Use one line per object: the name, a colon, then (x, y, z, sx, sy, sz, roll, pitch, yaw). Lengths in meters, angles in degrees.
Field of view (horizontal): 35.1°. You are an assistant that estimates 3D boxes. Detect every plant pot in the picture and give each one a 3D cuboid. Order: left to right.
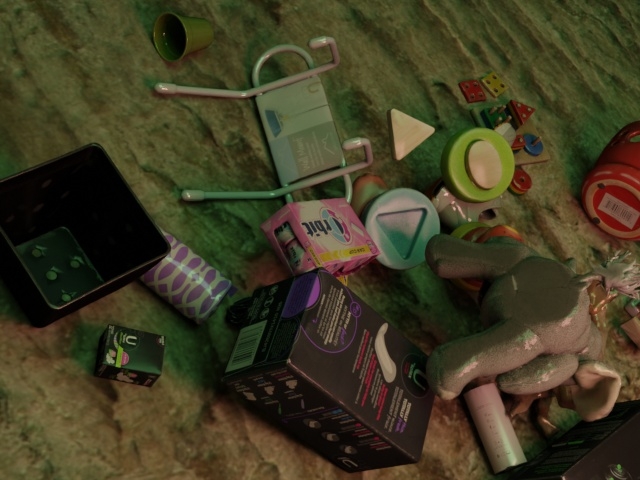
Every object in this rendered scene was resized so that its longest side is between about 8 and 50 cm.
plant pot: (-0.345, 0.011, 1.363, 0.188, 0.167, 0.187, -29, 79, -35)
plant pot: (-0.223, -0.344, 1.694, 0.079, 0.083, 0.083, -21, 74, -47)
plant pot: (0.604, -0.108, 1.915, 0.191, 0.191, 0.174, 46, 55, 3)

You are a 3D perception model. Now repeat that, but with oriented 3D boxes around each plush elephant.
plush elephant: (0.323, 0.138, 1.521, 0.330, 0.255, 0.271, -12, 51, 8)

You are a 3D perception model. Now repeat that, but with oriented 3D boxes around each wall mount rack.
wall mount rack: (-0.089, -0.184, 1.645, 0.304, 0.130, 0.350, -18, 67, 3)

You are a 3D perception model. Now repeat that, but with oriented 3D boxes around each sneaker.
sneaker: (0.288, -0.104, 1.817, 0.121, 0.099, 0.262, 47, 60, -6)

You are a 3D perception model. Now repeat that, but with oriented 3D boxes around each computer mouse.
computer mouse: (-0.062, 0.162, 1.503, 0.106, 0.042, 0.193, -17, 72, -35)

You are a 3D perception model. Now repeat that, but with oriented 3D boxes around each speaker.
speaker: (0.274, 0.295, 1.594, 0.055, 0.055, 0.136, -9, 67, -31)

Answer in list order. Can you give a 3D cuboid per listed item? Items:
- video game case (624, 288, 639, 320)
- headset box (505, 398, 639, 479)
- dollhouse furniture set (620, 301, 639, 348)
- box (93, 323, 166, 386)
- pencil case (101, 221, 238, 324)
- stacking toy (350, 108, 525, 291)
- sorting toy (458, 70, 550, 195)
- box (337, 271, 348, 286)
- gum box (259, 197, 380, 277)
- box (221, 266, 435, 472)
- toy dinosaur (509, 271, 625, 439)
video game case: (0.704, 0.155, 1.918, 0.227, 0.026, 0.206, 49, 52, 5)
headset box: (0.446, 0.414, 1.540, 0.283, 0.131, 0.246, -27, 90, -36)
dollhouse furniture set: (0.660, 0.129, 1.811, 0.129, 0.129, 0.184, 49, 51, 4)
box: (-0.262, 0.159, 1.394, 0.083, 0.052, 0.062, 15, 58, -20)
pencil case: (-0.223, 0.033, 1.472, 0.206, 0.086, 0.088, 42, 29, -2)
stacking toy: (0.213, -0.065, 1.650, 0.309, 0.130, 0.279, 12, 89, -19)
sorting toy: (0.371, -0.220, 1.948, 0.132, 0.046, 0.274, -10, 67, -32)
box: (0.007, 0.059, 1.591, 0.059, 0.054, 0.168, 18, 55, -17)
gum box: (0.000, 0.000, 1.499, 0.107, 0.062, 0.188, 58, 27, 12)
box: (0.021, 0.187, 1.421, 0.270, 0.143, 0.165, 41, 49, -27)
toy dinosaur: (0.388, 0.195, 1.678, 0.296, 0.127, 0.200, -28, 67, -20)
